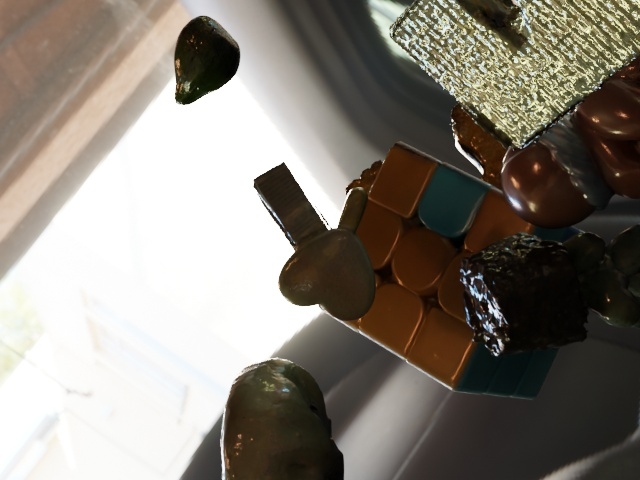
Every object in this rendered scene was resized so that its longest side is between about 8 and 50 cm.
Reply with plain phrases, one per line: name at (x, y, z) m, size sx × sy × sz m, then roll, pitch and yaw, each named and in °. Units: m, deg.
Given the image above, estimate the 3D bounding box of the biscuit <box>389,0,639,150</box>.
biscuit at (0.151, -0.166, 0.677) m, size 0.046 × 0.147 × 0.250 m, roll -50°, pitch 1°, yaw -27°

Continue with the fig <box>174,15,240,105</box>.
fig at (-0.216, -0.312, 1.726) m, size 0.156 × 0.123 × 0.123 m, roll -46°, pitch 0°, yaw 15°

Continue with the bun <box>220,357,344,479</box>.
bun at (-0.053, 0.295, 1.330) m, size 0.273 × 0.168 × 0.272 m, roll 177°, pitch 90°, yaw -90°

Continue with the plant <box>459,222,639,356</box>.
plant at (0.319, 0.055, 1.225) m, size 0.149 × 0.275 × 0.146 m, roll -118°, pitch 24°, yaw -55°

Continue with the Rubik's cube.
Rubik's cube at (0.226, 0.054, 1.539) m, size 0.290 × 0.291 × 0.291 m, roll 19°, pitch -82°, yaw -53°

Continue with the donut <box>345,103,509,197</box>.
donut at (0.297, -0.101, 1.970) m, size 0.435 × 0.377 × 0.163 m, roll -39°, pitch -26°, yaw 7°

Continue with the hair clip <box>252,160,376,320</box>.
hair clip at (0.002, -0.002, 1.220) m, size 0.159 × 0.218 × 0.071 m, roll -35°, pitch -9°, yaw 9°

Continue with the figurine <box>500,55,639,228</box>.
figurine at (0.430, -0.088, 1.097) m, size 0.277 × 0.388 × 0.248 m, roll -23°, pitch -45°, yaw -40°
